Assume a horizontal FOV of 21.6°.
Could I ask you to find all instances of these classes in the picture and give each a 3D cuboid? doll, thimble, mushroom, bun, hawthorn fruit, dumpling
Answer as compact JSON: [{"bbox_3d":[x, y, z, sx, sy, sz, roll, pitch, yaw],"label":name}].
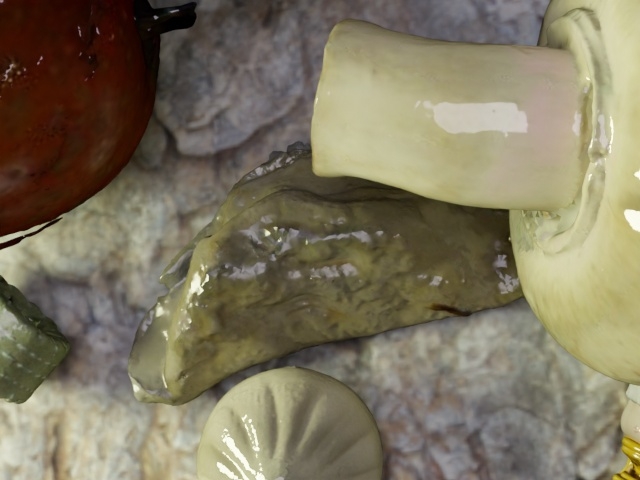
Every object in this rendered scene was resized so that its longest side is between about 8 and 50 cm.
[{"bbox_3d":[0.255,0.120,1.168,0.084,0.073,0.127,20,93,-22],"label":"doll"},{"bbox_3d":[-0.243,0.065,1.243,0.062,0.084,0.110,-48,67,1],"label":"thimble"},{"bbox_3d":[0.202,-0.062,1.088,0.356,0.315,0.315,-1,84,40],"label":"mushroom"},{"bbox_3d":[-0.023,0.161,1.181,0.138,0.094,0.138,0,95,2],"label":"bun"},{"bbox_3d":[-0.260,-0.146,1.169,0.316,0.316,0.316,-1,85,9],"label":"hawthorn fruit"},{"bbox_3d":[0.001,0.003,1.211,0.332,0.086,0.166,-18,85,3],"label":"dumpling"}]
